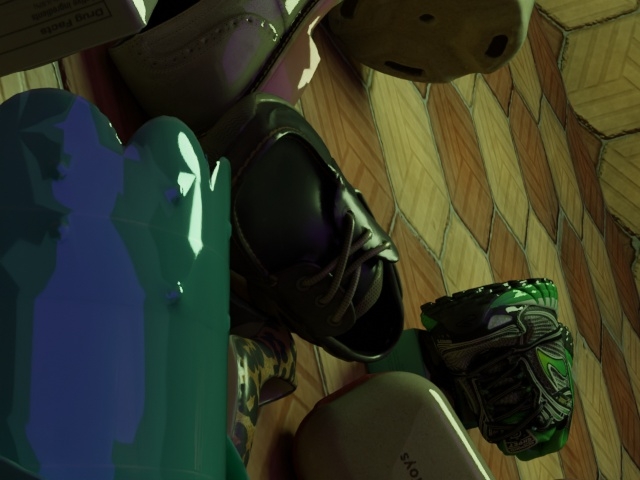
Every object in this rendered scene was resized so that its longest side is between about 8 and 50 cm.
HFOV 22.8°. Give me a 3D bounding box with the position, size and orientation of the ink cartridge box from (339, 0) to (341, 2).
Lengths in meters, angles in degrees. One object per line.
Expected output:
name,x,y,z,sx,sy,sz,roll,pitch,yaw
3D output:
ink cartridge box,-0.065,-0.291,1.488,0.255,0.097,0.188,-39,117,-33

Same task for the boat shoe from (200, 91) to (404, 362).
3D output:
boat shoe,0.000,0.000,1.228,0.132,0.130,0.355,-55,157,-7

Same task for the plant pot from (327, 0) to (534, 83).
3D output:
plant pot,0.137,-0.362,1.806,0.334,0.334,0.305,50,41,-51

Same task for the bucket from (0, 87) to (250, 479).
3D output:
bucket,-0.161,0.065,0.660,0.281,0.281,0.183,29,52,-65

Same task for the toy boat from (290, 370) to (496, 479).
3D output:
toy boat,0.066,0.236,1.374,0.231,0.151,0.151,60,-23,9

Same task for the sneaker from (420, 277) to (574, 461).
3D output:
sneaker,0.202,0.135,1.629,0.343,0.134,0.146,41,38,-59

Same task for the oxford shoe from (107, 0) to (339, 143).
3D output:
oxford shoe,-0.051,-0.245,1.312,0.146,0.140,0.397,45,45,-29

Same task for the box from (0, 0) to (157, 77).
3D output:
box,-0.217,-0.257,0.928,0.121,0.148,0.311,-77,148,-55

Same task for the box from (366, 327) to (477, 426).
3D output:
box,0.119,0.152,1.685,0.244,0.060,0.100,16,60,-69

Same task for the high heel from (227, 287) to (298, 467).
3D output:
high heel,-0.053,0.137,1.150,0.186,0.093,0.261,49,23,-42

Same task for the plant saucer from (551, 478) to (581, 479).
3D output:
plant saucer,0.249,0.408,1.584,0.084,0.332,0.332,-9,82,-27
